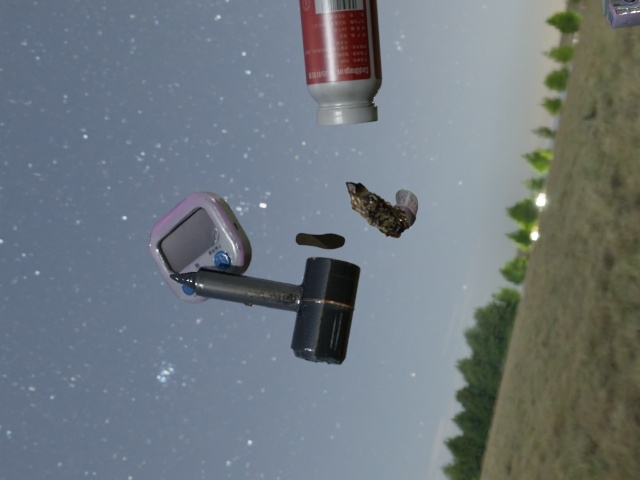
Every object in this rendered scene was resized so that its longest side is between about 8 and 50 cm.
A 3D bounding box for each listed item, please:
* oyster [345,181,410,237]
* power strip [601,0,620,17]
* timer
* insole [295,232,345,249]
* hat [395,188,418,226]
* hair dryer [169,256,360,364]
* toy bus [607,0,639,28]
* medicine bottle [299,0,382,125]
[{"bbox_3d":[0.101,-0.055,1.317,0.029,0.132,0.086,127,155,-48],"label":"oyster"},{"bbox_3d":[0.547,-0.543,1.383,0.105,0.070,0.256,37,-134,-64],"label":"power strip"},{"bbox_3d":[-0.239,0.014,1.477,0.190,0.208,0.069,58,-151,7],"label":"timer"},{"bbox_3d":[0.000,0.000,1.932,0.002,0.135,0.045,-140,57,-72],"label":"insole"},{"bbox_3d":[0.182,-0.068,1.634,0.042,0.058,0.087,-31,-57,-45],"label":"hat"},{"bbox_3d":[-0.113,0.114,1.364,0.107,0.352,0.189,64,-146,-76],"label":"hair dryer"},{"bbox_3d":[0.580,-0.408,1.311,0.037,0.131,0.052,74,-167,-50],"label":"toy bus"},{"bbox_3d":[0.036,-0.323,1.247,0.131,0.131,0.250,-33,-59,-68],"label":"medicine bottle"}]
